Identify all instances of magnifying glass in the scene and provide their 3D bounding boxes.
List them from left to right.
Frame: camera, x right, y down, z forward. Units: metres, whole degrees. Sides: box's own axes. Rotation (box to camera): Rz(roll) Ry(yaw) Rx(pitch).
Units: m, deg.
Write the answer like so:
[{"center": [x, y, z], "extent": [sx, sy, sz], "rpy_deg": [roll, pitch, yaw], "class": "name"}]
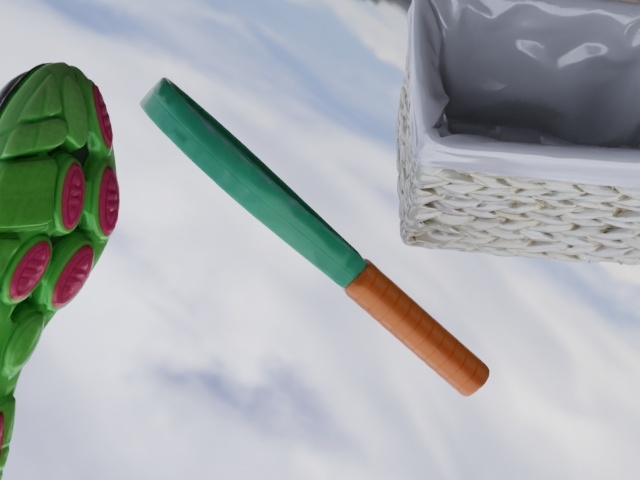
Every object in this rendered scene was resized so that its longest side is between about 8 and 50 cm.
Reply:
[{"center": [0.000, 0.000, 0.665], "extent": [0.231, 0.026, 0.092], "rpy_deg": [43, -177, -15], "class": "magnifying glass"}]

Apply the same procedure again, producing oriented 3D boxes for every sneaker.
[{"center": [-0.340, 0.051, 1.153], "extent": [0.202, 0.482, 0.185], "rpy_deg": [21, 174, 28], "class": "sneaker"}]

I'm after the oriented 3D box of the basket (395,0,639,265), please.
[{"center": [0.124, -0.056, 0.689], "extent": [0.167, 0.103, 0.113], "rpy_deg": [4, -126, -5], "class": "basket"}]
